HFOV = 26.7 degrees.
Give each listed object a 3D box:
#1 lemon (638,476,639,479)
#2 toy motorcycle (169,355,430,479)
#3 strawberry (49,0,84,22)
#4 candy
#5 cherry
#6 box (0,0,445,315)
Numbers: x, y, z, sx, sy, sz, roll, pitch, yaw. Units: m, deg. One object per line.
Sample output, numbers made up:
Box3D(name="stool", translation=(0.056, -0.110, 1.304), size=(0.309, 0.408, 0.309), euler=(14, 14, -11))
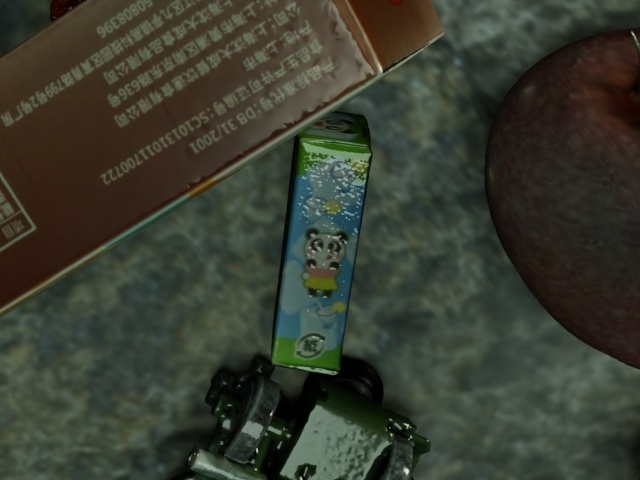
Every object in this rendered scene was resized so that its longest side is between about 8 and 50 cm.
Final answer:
Box3D(name="lemon", translation=(0.374, 0.219, 1.140), size=(0.244, 0.187, 0.187), euler=(3, 111, -7))
Box3D(name="toy motorcycle", translation=(-0.040, 0.224, 1.160), size=(0.205, 0.127, 0.275), euler=(25, 101, -13))
Box3D(name="strawberry", translation=(-0.179, -0.163, 1.029), size=(0.073, 0.073, 0.083), euler=(39, 121, -16))
Box3D(name="candy", translation=(0.000, 0.000, 1.084), size=(0.062, 0.097, 0.195), euler=(7, 110, -2))
Box3D(name="cherry", translation=(0.260, -0.033, 1.022), size=(0.261, 0.221, 0.308), euler=(-5, 125, 13))
Box3D(name="box", translation=(-0.124, -0.074, 0.879), size=(0.385, 0.344, 0.122), euler=(-30, 95, 15))
